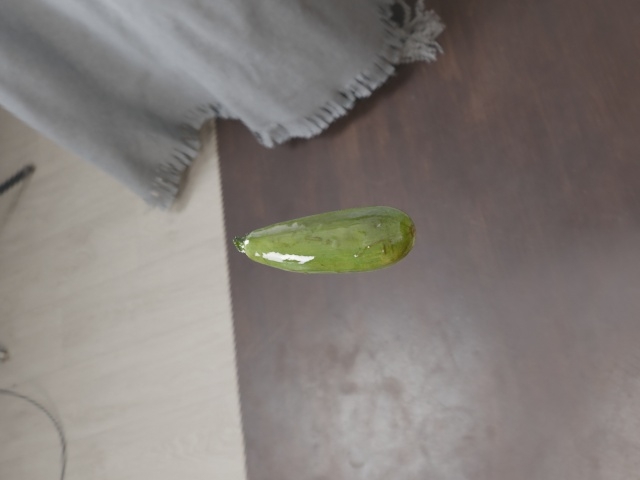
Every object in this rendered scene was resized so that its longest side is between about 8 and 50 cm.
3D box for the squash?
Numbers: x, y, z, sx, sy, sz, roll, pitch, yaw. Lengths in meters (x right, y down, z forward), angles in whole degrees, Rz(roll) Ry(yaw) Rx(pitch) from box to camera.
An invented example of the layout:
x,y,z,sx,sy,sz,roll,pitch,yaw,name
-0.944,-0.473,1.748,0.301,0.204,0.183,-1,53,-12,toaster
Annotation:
x,y,z,sx,sy,sz,roll,pitch,yaw,name
0.001,0.008,1.803,0.371,0.118,0.118,-7,70,28,squash
